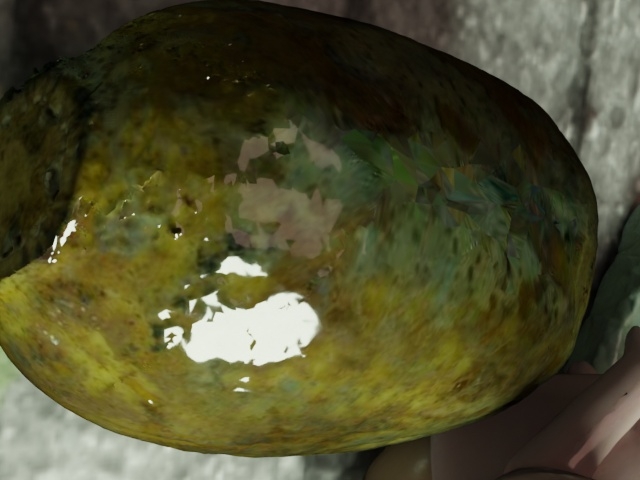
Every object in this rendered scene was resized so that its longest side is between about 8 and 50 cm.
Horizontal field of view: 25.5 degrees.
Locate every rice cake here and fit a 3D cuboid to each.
[{"bbox_3d":[0.228,0.085,0.821,0.237,0.043,0.127,37,74,-39],"label":"rice cake"}]

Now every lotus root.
[{"bbox_3d":[0.000,0.000,0.527,0.275,0.152,0.160,7,79,-44],"label":"lotus root"}]

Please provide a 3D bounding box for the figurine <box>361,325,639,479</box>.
[{"bbox_3d":[0.082,0.134,0.606,0.287,0.186,0.176,-36,122,-72],"label":"figurine"}]
